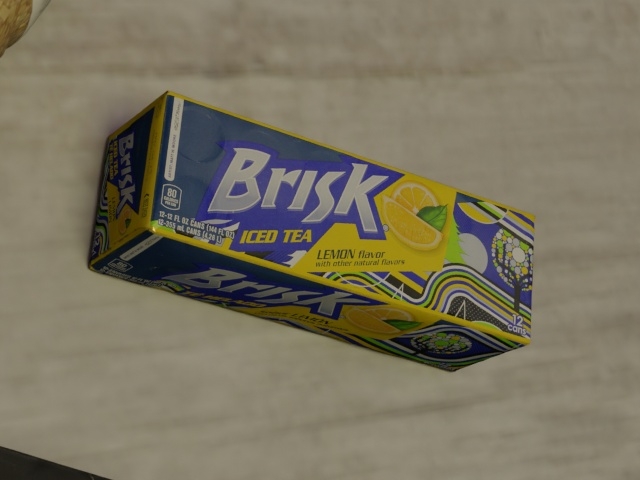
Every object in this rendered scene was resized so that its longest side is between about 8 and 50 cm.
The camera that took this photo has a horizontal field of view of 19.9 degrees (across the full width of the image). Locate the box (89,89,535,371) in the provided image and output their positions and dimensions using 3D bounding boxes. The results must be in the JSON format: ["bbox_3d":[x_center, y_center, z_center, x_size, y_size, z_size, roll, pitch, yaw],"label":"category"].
[{"bbox_3d":[0.000,0.000,0.702,0.169,0.054,0.059,17,65,-26],"label":"box"}]

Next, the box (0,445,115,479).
[{"bbox_3d":[-0.082,0.179,0.501,0.307,0.076,0.242,18,46,-16],"label":"box"}]

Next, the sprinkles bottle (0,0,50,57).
[{"bbox_3d":[-0.107,-0.167,0.650,0.121,0.121,0.355,40,57,-15],"label":"sprinkles bottle"}]
